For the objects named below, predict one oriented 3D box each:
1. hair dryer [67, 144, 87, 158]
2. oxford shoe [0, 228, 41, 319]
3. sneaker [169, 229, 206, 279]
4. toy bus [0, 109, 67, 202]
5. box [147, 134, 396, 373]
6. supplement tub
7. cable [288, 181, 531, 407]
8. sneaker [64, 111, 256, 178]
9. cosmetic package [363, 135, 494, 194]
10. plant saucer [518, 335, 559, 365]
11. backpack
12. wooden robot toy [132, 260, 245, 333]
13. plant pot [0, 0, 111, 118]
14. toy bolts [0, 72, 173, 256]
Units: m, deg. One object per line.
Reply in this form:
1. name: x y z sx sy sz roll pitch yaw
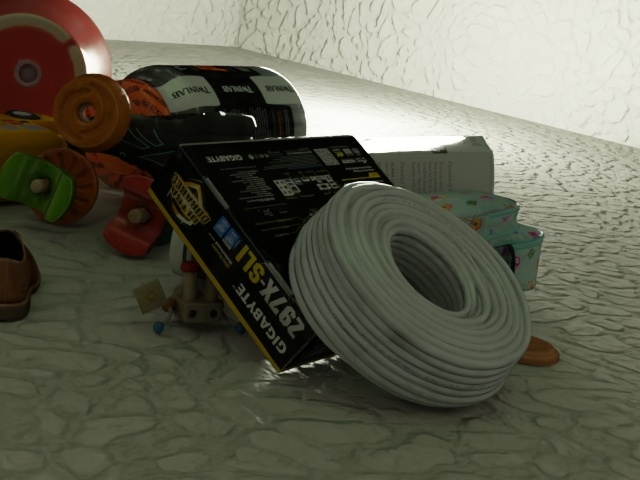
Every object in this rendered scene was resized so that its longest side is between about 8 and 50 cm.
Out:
1. hair dryer: -0.347 -0.168 1.987 0.223 0.080 0.293 15 15 24
2. oxford shoe: -0.339 0.019 1.271 0.076 0.076 0.212 3 14 -18
3. sneaker: -0.075 -0.019 1.488 0.127 0.126 0.321 9 21 13
4. toy bus: -0.479 -0.115 1.620 0.130 0.108 0.332 20 16 31
5. box: 0.000 0.000 1.308 0.322 0.079 0.257 -11 58 -52
6. supplement tub: -0.194 -0.171 1.835 0.207 0.207 0.338 18 16 32
7. cable: 0.093 0.053 1.177 0.257 0.089 0.257 43 31 5
8. sneaker: -0.222 -0.124 1.605 0.267 0.106 0.101 1 6 8
9. cosmetic package: 0.153 -0.067 1.697 0.183 0.152 0.151 -1 14 2
10. plant saucer: 0.233 0.123 1.343 0.083 0.013 0.083 9 14 -2
11. backpack: 0.192 0.009 1.510 0.188 0.145 0.166 1 10 -39
12. wooden robot toy: -0.129 0.057 1.269 0.173 0.076 0.079 2 5 -26
13. plant pot: -0.478 -0.278 1.920 0.274 0.275 0.243 6 10 -12
14. toy bolts: -0.265 -0.091 1.543 0.228 0.218 0.158 30 9 8
